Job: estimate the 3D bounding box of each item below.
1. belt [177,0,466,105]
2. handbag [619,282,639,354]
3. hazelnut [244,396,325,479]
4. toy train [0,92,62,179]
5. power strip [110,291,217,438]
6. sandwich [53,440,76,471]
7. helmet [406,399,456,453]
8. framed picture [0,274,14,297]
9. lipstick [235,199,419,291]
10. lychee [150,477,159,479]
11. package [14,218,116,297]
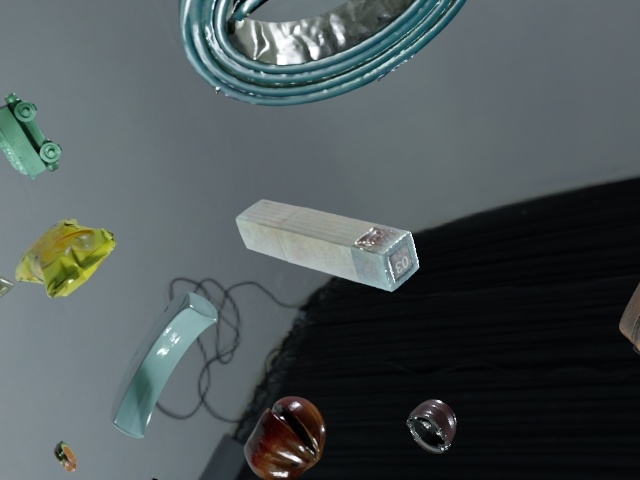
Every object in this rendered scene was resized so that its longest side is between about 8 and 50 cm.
[{"bbox_3d":[0.014,-0.362,1.022,0.300,0.436,0.173,48,21,-40],"label":"belt"},{"bbox_3d":[0.571,0.130,1.233,0.193,0.151,0.072,21,18,-20],"label":"handbag"},{"bbox_3d":[-0.078,0.472,1.853,0.204,0.178,0.178,-40,119,-25],"label":"hazelnut"},{"bbox_3d":[-0.589,-0.204,1.570,0.099,0.070,0.172,-37,116,-22],"label":"toy train"},{"bbox_3d":[-0.245,0.187,1.196,0.054,0.167,0.253,32,94,-17],"label":"power strip"},{"bbox_3d":[-0.568,0.480,1.756,0.026,0.101,0.069,-31,101,-14],"label":"sandwich"},{"bbox_3d":[0.229,0.365,1.576,0.070,0.098,0.123,-44,154,-25],"label":"helmet"},{"bbox_3d":[-0.647,0.122,1.210,0.016,0.289,0.213,51,1,29],"label":"framed picture"},{"bbox_3d":[0.000,0.000,1.377,0.079,0.371,0.076,-38,125,-31],"label":"lipstick"},{"bbox_3d":[-0.419,0.629,1.751,0.200,0.200,0.238,11,106,-57],"label":"lychee"},{"bbox_3d":[-0.475,0.028,1.468,0.168,0.226,0.090,-49,126,-23],"label":"package"}]
